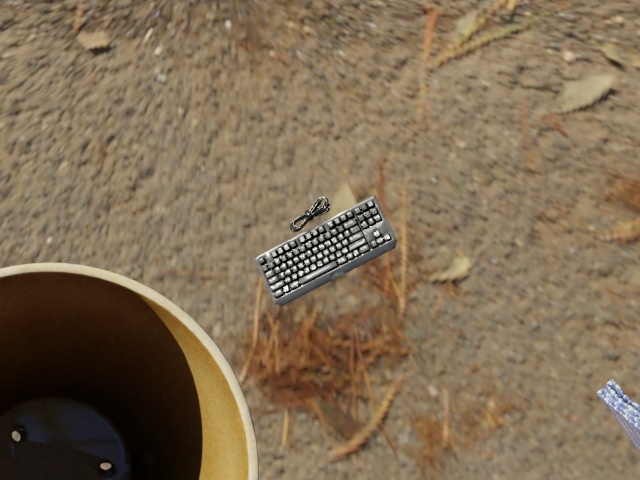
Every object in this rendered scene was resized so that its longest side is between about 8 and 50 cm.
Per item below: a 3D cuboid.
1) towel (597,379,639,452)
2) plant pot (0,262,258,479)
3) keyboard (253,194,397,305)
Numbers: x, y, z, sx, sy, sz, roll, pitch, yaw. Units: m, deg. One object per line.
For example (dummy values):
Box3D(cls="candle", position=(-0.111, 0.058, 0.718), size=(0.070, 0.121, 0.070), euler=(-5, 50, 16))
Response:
Box3D(cls="towel", position=(0.474, 0.309, 1.852), size=(0.040, 0.336, 0.243), euler=(-37, 104, -1))
Box3D(cls="plant pot", position=(-0.175, 0.150, 0.951), size=(0.237, 0.254, 0.237), euler=(2, 80, -10))
Box3D(cls="keyboard", position=(0.000, 0.000, 1.935), size=(0.180, 0.023, 0.108), euler=(-27, 69, 7))
